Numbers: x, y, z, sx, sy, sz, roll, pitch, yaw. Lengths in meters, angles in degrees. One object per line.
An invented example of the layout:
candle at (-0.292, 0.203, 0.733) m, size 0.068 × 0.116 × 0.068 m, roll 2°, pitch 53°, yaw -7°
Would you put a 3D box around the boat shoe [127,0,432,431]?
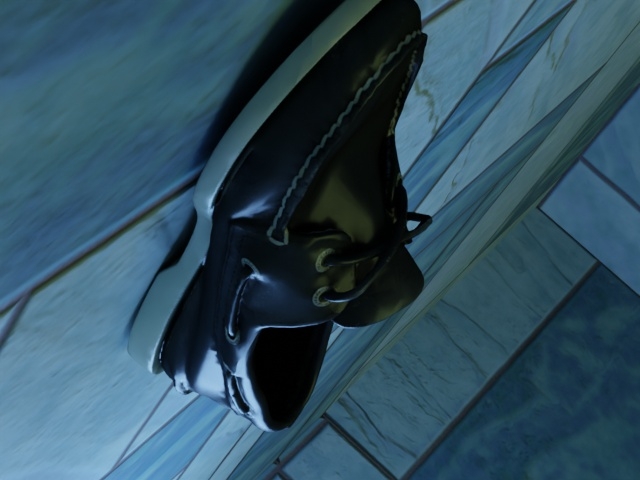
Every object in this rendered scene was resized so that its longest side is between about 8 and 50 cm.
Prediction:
boat shoe at (-0.003, 0.003, 0.870) m, size 0.127 × 0.113 × 0.340 m, roll -41°, pitch 170°, yaw -40°
